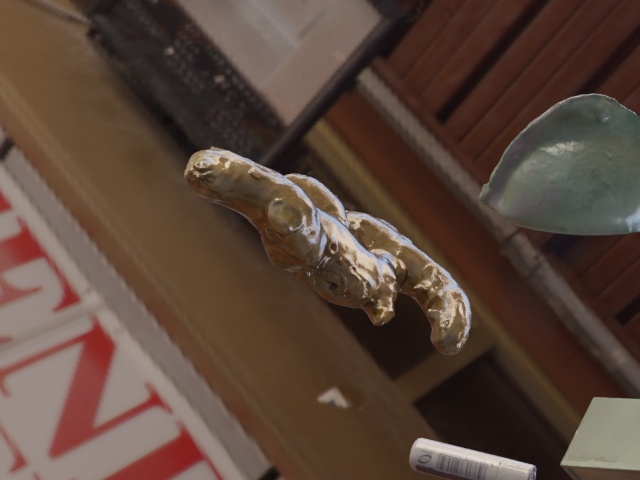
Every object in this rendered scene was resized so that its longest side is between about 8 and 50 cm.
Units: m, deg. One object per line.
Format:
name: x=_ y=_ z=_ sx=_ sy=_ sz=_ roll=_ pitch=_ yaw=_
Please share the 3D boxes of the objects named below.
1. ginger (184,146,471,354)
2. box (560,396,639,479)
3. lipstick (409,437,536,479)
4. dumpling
ginger: x=-0.004 y=-0.006 z=0.994 sx=0.065 sy=0.259 sz=0.149 roll=-55 pitch=-148 yaw=11
box: x=0.346 y=0.209 z=1.207 sx=0.225 sy=0.086 sz=0.129 roll=-5 pitch=-46 yaw=52
lipstick: x=0.171 y=0.257 z=1.546 sx=0.141 sy=0.040 sz=0.040 roll=11 pitch=-69 yaw=20
dumpling: x=0.282 y=-0.079 z=1.495 sx=0.217 sy=0.105 sz=0.149 roll=-2 pitch=-92 yaw=3
